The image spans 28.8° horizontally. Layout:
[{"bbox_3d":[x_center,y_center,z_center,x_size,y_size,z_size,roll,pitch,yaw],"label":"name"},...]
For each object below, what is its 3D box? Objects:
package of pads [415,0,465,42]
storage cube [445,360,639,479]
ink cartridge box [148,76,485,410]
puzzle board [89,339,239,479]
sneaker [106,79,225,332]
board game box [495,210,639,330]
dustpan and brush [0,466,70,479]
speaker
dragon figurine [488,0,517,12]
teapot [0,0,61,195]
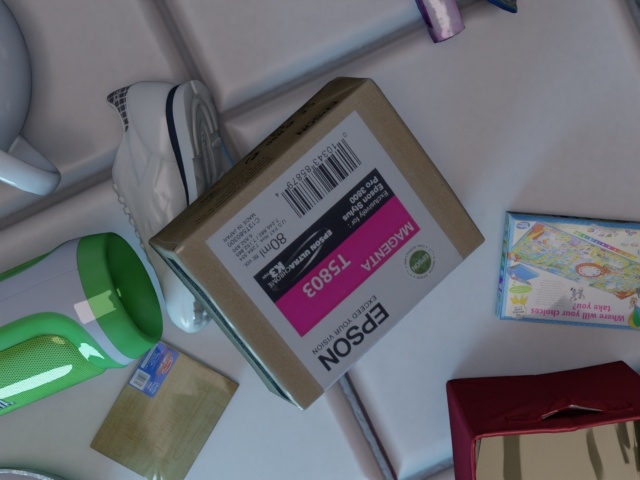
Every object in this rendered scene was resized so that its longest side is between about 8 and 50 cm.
[{"bbox_3d":[0.103,-0.224,1.140,0.032,0.050,0.083,-23,97,2],"label":"package of pads"},{"bbox_3d":[0.220,0.231,1.136,0.183,0.193,0.215,-7,99,0],"label":"storage cube"},{"bbox_3d":[0.000,0.000,1.106,0.234,0.088,0.193,-43,109,-12],"label":"ink cartridge box"},{"bbox_3d":[-0.151,0.169,1.212,0.096,0.011,0.128,30,96,-4],"label":"puzzle board"},{"bbox_3d":[-0.140,-0.031,1.157,0.094,0.090,0.235,-2,98,17],"label":"sneaker"},{"bbox_3d":[0.249,0.030,1.191,0.154,0.026,0.104,5,98,-2],"label":"board game box"},{"bbox_3d":[-0.232,0.279,1.200,0.211,0.060,0.147,-11,98,1],"label":"dustpan and brush"},{"bbox_3d":[-0.298,0.099,1.127,0.296,0.131,0.131,-23,98,10],"label":"speaker"},{"bbox_3d":[0.169,-0.260,1.090,0.289,0.085,0.144,37,67,-5],"label":"dragon figurine"},{"bbox_3d":[-0.375,-0.137,1.076,0.256,0.187,0.253,-13,98,0],"label":"teapot"}]
